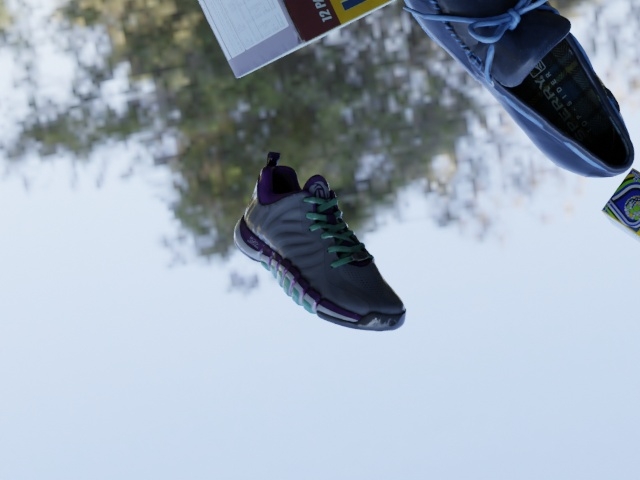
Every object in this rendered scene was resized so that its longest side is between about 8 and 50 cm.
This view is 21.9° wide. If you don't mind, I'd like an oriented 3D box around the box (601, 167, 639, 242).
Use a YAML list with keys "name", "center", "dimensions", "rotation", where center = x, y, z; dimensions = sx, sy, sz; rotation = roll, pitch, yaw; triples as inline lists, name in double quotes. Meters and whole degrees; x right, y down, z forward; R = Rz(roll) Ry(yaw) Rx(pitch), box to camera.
- name: "box"
  center: [0.355, 0.002, 1.583]
  dimensions: [0.169, 0.054, 0.059]
  rotation: [36, -179, 23]

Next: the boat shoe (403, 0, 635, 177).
- name: "boat shoe"
  center: [0.161, -0.154, 1.259]
  dimensions: [0.109, 0.258, 0.089]
  rotation: [-50, -160, -3]

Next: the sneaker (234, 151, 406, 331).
- name: "sneaker"
  center: [0.000, 0.000, 1.500]
  dimensions: [0.083, 0.098, 0.224]
  rotation: [-5, -152, -41]

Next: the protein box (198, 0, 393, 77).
- name: "protein box"
  center: [-0.002, -0.282, 1.696]
  dimensions: [0.200, 0.136, 0.201]
  rotation: [-29, -174, -21]
